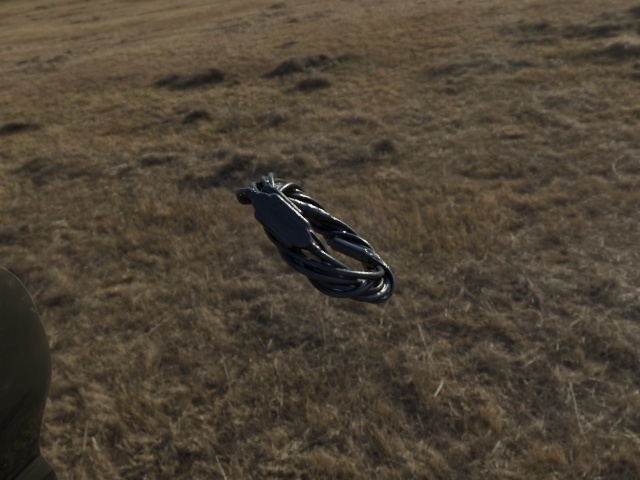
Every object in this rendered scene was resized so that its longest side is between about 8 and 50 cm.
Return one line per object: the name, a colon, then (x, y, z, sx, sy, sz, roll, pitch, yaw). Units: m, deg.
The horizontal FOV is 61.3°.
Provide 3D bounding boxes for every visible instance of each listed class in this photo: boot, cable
boot: (-0.288, 0.143, 0.426, 0.115, 0.306, 0.112, 21, 30, 16)
cable: (0.000, 0.000, 0.560, 0.184, 0.047, 0.150, 39, 13, 9)
